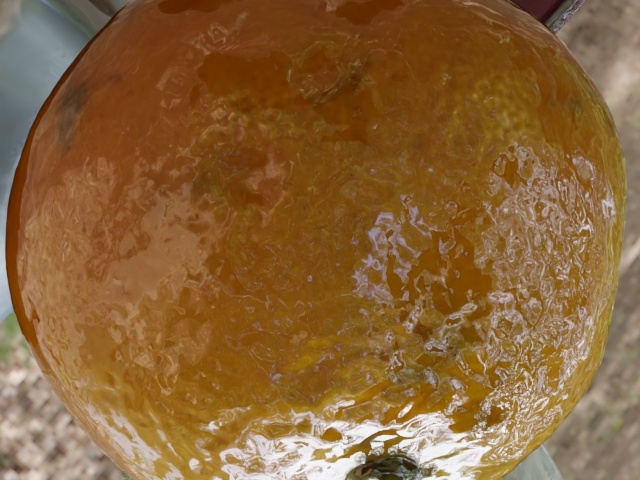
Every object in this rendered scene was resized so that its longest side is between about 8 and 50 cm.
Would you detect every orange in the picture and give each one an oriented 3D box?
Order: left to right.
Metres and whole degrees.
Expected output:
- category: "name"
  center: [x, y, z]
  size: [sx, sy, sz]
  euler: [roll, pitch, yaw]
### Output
- category: "orange"
  center: [0.000, 0.000, 0.840]
  size: [0.312, 0.312, 0.312]
  euler: [-43, 155, -25]

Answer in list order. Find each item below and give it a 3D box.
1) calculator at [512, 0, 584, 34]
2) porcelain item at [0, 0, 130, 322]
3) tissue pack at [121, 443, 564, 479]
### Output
- category: "calculator"
  center: [0.169, -0.209, 1.327]
  size: [0.190, 0.126, 0.034]
  euler: [-44, 130, 1]
- category: "porcelain item"
  center: [-0.297, -0.033, 1.104]
  size: [0.405, 0.242, 0.178]
  euler: [-42, 136, 10]
- category: "tissue pack"
  center: [0.035, 0.261, 1.435]
  size: [0.194, 0.356, 0.266]
  euler: [-45, 117, -36]
